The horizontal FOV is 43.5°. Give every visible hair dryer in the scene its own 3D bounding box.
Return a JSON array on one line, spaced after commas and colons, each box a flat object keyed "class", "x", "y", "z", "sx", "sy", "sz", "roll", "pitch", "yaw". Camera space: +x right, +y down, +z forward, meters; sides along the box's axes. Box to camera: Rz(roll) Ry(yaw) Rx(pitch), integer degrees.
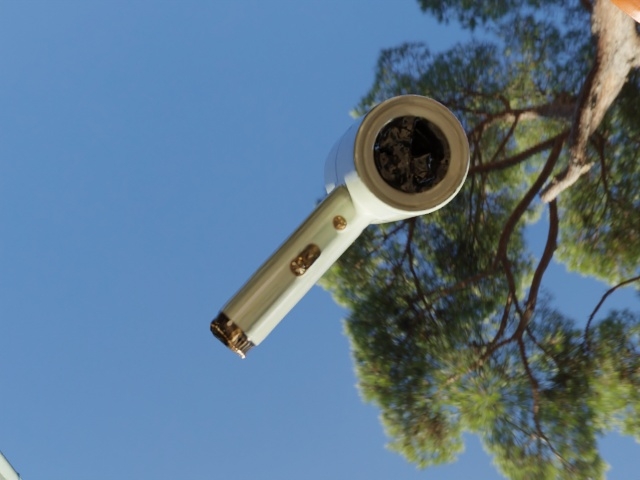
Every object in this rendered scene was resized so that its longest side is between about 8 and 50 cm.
[{"class": "hair dryer", "x": 0.000, "y": 0.000, "z": 0.902, "sx": 0.128, "sy": 0.203, "sz": 0.362, "roll": 44, "pitch": -98, "yaw": -6}]

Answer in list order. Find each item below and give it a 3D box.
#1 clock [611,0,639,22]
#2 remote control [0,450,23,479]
[{"class": "clock", "x": 0.276, "y": -0.261, "z": 0.709, "sx": 0.051, "sy": 0.205, "sz": 0.205, "roll": -45, "pitch": -112, "yaw": 46}, {"class": "remote control", "x": -0.374, "y": 0.234, "z": 0.812, "sx": 0.128, "sy": 0.335, "sz": 0.066, "roll": 21, "pitch": -124, "yaw": 11}]
